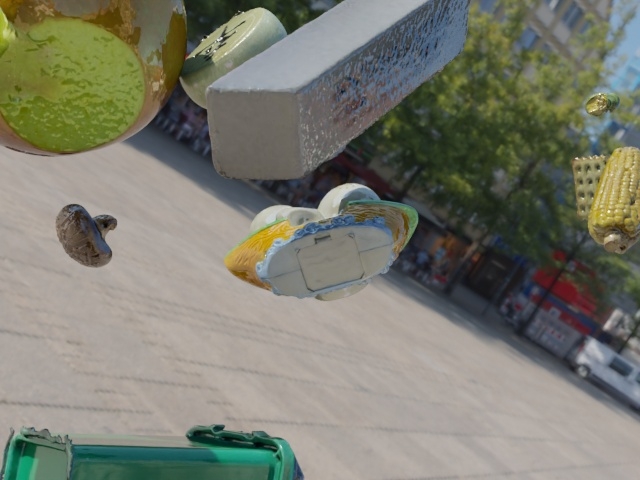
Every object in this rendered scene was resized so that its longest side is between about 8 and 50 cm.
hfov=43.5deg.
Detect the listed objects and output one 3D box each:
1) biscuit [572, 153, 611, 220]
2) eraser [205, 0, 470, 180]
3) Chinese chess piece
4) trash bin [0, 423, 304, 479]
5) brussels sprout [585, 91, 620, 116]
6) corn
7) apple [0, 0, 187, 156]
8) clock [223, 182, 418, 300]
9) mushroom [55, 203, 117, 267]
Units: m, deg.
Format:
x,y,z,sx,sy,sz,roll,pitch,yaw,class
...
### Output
x,y,z,sx,sy,sz,roll,pitch,yaw,class
0.596,-0.105,1.600,0.016,0.144,0.203,-14,10,-39,biscuit
0.033,-0.180,0.843,0.077,0.352,0.111,31,-37,26,eraser
-0.140,-0.293,1.285,0.083,0.188,0.188,52,-5,-27,Chinese chess piece
-0.248,0.376,1.125,0.381,0.259,0.295,21,-18,-41,trash bin
0.550,-0.263,1.548,0.046,0.051,0.083,53,-10,-16,brussels sprout
0.533,-0.076,1.417,0.097,0.261,0.097,17,-41,15,corn
-0.380,-0.318,1.164,0.374,0.374,0.384,34,48,23,apple
0.000,0.000,0.926,0.144,0.231,0.103,-96,172,-70,clock
-0.397,-0.007,1.348,0.109,0.085,0.126,2,-48,28,mushroom
